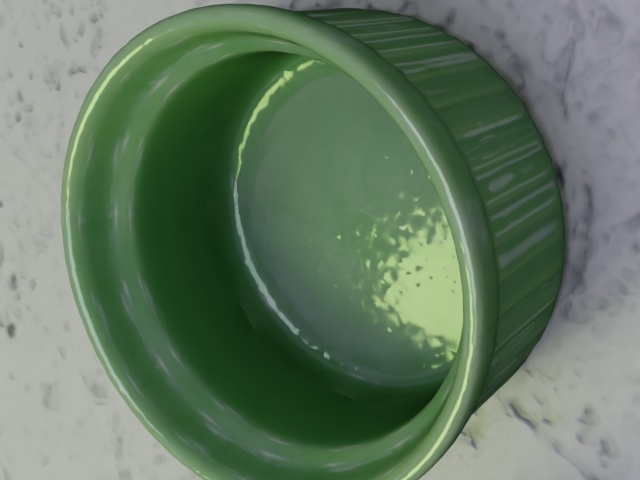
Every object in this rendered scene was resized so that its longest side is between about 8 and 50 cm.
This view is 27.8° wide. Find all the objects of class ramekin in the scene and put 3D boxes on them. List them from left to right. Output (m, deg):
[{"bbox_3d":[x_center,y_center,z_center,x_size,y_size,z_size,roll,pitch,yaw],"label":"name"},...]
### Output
[{"bbox_3d":[0.000,0.000,0.793,0.303,0.148,0.303,13,112,33],"label":"ramekin"}]
